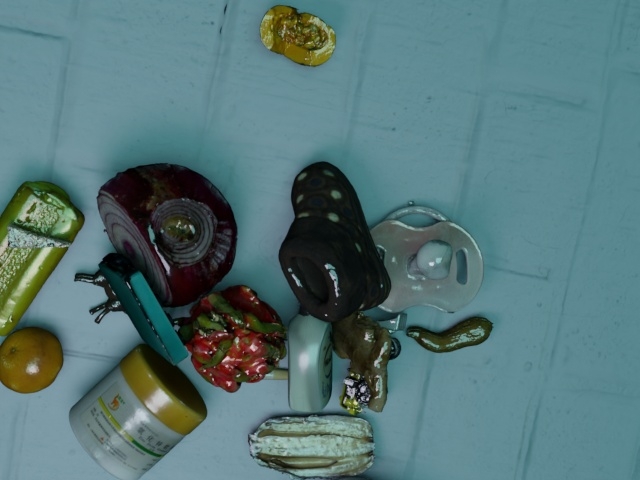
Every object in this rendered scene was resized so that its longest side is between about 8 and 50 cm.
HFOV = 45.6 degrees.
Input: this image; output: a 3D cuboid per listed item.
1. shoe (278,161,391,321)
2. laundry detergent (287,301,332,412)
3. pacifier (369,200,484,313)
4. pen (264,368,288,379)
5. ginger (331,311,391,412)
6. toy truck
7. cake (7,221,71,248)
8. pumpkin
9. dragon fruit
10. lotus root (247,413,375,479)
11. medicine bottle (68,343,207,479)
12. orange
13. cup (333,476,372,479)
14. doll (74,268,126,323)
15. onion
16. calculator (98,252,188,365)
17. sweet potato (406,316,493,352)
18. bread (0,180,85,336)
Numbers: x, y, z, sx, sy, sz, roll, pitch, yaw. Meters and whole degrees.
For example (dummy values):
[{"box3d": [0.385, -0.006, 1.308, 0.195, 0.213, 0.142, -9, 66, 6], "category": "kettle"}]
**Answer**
[{"box3d": [0.000, 0.000, 1.770, 0.237, 0.171, 0.384, -10, 74, -50], "category": "shoe"}, {"box3d": [-0.024, 0.255, 1.856, 0.105, 0.215, 0.280, 1, 100, 10], "category": "laundry detergent"}, {"box3d": [0.253, 0.059, 1.877, 0.332, 0.273, 0.220, 2, 117, -9], "category": "pacifier"}, {"box3d": [-0.183, 0.334, 1.922, 0.233, 0.040, 0.032, 4, 83, -10], "category": "pen"}, {"box3d": [0.095, 0.242, 1.844, 0.080, 0.333, 0.166, 9, 122, -30], "category": "ginger"}, {"box3d": [0.134, 0.306, 1.930, 0.111, 0.136, 0.286, 20, 89, 17], "category": "toy truck"}, {"box3d": [-0.625, 0.005, 1.683, 0.140, 0.051, 0.055, 17, 94, -12], "category": "cake"}, {"box3d": [-0.061, -0.488, 1.803, 0.183, 0.107, 0.119, 21, 100, -19], "category": "pumpkin"}, {"box3d": [-0.203, 0.224, 1.778, 0.231, 0.303, 0.237, -33, 70, -11], "category": "dragon fruit"}, {"box3d": [-0.026, 0.530, 1.961, 0.329, 0.078, 0.167, 6, 76, -10], "category": "lotus root"}, {"box3d": [-0.425, 0.403, 1.788, 0.232, 0.238, 0.238, -44, 102, -1], "category": "medicine bottle"}, {"box3d": [-0.674, 0.281, 1.778, 0.159, 0.159, 0.136, -37, 143, -3], "category": "orange"}, {"box3d": [0.078, 0.746, 1.946, 0.347, 0.163, 0.347, -3, 106, -10], "category": "cup"}, {"box3d": [-0.492, 0.119, 1.835, 0.165, 0.057, 0.139, -21, 99, -15], "category": "doll"}, {"box3d": [-0.326, -0.034, 1.736, 0.260, 0.282, 0.337, -33, 92, -24], "category": "onion"}, {"box3d": [-0.395, 0.147, 1.704, 0.058, 0.274, 0.248, -34, 107, -20], "category": "calculator"}, {"box3d": [0.340, 0.251, 1.993, 0.233, 0.062, 0.081, -8, 83, -5], "category": "sweet potato"}, {"box3d": [-0.698, 0.041, 1.758, 0.166, 0.112, 0.383, 33, 91, -15], "category": "bread"}]
